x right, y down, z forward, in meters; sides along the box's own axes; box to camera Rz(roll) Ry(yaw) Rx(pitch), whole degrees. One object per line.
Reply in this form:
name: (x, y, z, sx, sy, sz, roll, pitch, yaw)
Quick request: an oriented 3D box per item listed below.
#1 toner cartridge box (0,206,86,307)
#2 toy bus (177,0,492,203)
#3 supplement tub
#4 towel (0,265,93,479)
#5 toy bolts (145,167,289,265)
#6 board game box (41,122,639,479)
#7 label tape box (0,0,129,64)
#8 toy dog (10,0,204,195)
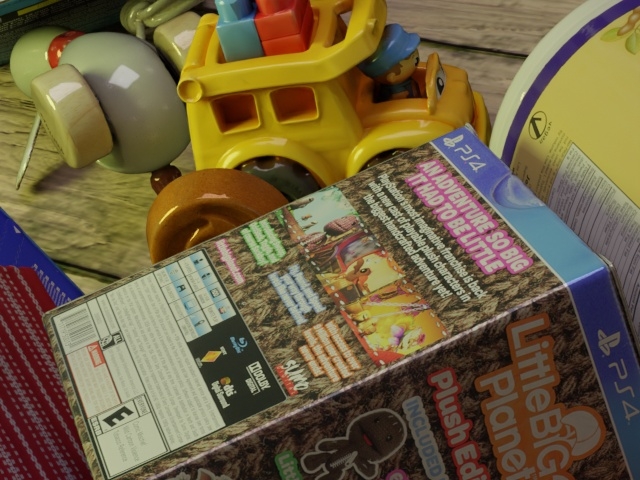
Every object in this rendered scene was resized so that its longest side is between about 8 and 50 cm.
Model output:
toner cartridge box: (-0.251, 0.075, 1.308, 0.075, 0.165, 0.348, -37, 18, 13)
toy bus: (0.003, -0.120, 1.415, 0.220, 0.211, 0.149, -7, 30, 11)
supplement tub: (0.269, 0.003, 1.158, 0.241, 0.241, 0.331, -23, 37, -11)
towel: (-0.201, 0.097, 1.191, 0.031, 0.199, 0.275, -38, -15, 15)
toy bolts: (-0.013, 0.021, 1.325, 0.228, 0.218, 0.158, 4, 33, 3)
board game box: (0.013, 0.085, 1.108, 0.291, 0.141, 0.232, -24, 27, -5)
label tape box: (-0.230, -0.266, 1.804, 0.240, 0.106, 0.333, -21, -1, -7)
toy dog: (-0.172, -0.105, 1.674, 0.220, 0.161, 0.334, -18, 16, 2)
